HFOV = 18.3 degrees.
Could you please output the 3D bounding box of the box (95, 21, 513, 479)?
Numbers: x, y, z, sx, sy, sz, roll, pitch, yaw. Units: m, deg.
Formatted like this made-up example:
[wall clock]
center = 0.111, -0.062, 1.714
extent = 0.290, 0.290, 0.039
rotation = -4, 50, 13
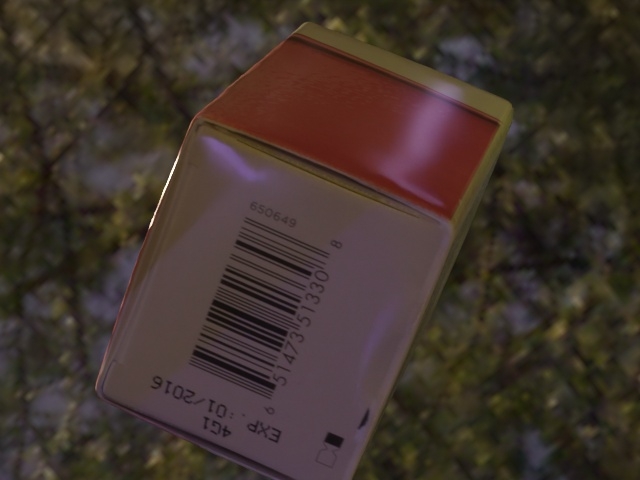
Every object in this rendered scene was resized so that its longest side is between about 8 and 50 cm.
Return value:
[box]
center = 0.000, 0.000, 0.969
extent = 0.126, 0.149, 0.232
rotation = 23, -161, 4
